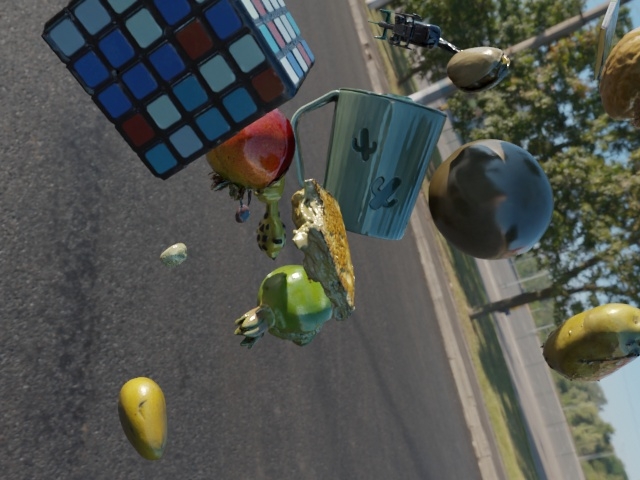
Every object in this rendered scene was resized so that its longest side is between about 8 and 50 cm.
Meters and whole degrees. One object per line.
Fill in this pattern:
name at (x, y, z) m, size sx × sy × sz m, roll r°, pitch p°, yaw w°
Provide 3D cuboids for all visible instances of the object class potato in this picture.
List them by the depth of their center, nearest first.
potato at (0.604, 0.236, 1.245) m, size 0.300 × 0.172 × 0.140 m, roll 108°, pitch -24°, yaw -60°

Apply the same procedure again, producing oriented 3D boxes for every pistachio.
pistachio at (0.361, -0.394, 1.281) m, size 0.113 × 0.149 × 0.113 m, roll 2°, pitch 88°, yaw -48°

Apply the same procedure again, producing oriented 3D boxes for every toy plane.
toy plane at (0.280, -0.678, 1.804) m, size 0.155 × 0.381 × 0.107 m, roll -6°, pitch 118°, yaw -38°

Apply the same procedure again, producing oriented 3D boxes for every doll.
doll at (-0.133, -0.092, 1.466) m, size 0.117 × 0.086 × 0.291 m, roll 28°, pitch -57°, yaw 51°

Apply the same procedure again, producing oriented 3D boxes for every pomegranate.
pomegranate at (-0.164, -0.204, 1.255) m, size 0.235 × 0.210 × 0.210 m, roll -64°, pitch 156°, yaw 1°
pomegranate at (-0.107, 0.193, 1.563) m, size 0.301 × 0.236 × 0.236 m, roll -17°, pitch 86°, yaw -32°

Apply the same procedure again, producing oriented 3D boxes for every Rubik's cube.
Rubik's cube at (-0.132, -0.208, 0.592) m, size 0.184 × 0.182 × 0.187 m, roll 55°, pitch 20°, yaw -22°

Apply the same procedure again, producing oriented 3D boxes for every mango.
mango at (-0.412, 0.418, 1.301) m, size 0.098 × 0.137 × 0.195 m, roll -2°, pitch 54°, yaw -39°

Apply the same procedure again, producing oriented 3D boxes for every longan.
longan at (0.434, -0.099, 1.416) m, size 0.319 × 0.318 × 0.319 m, roll 56°, pitch 22°, yaw -37°

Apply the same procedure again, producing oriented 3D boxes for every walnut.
walnut at (0.822, -0.401, 1.385) m, size 0.257 × 0.224 × 0.257 m, roll 6°, pitch 90°, yaw -79°

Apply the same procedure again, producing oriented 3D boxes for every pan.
pan at (-0.272, -0.111, 1.955) m, size 0.068 × 0.023 × 0.115 m, roll -38°, pitch 139°, yaw -41°

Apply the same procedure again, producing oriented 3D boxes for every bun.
bun at (-0.427, 0.049, 1.633) m, size 0.055 × 0.086 × 0.086 m, roll 56°, pitch 17°, yaw 7°

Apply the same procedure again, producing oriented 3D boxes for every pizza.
pizza at (0.000, 0.000, 1.142) m, size 0.223 × 0.089 × 0.324 m, roll 55°, pitch 21°, yaw -45°

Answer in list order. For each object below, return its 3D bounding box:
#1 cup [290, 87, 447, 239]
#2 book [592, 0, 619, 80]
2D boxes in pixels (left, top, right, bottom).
cup at (0.124, -0.236, 1.600) m, size 0.310 × 0.400 × 0.393 m, roll 0°, pitch 108°, yaw -56°
book at (0.825, -0.585, 1.599) m, size 0.231 × 0.026 × 0.158 m, roll -55°, pitch 145°, yaw -35°
